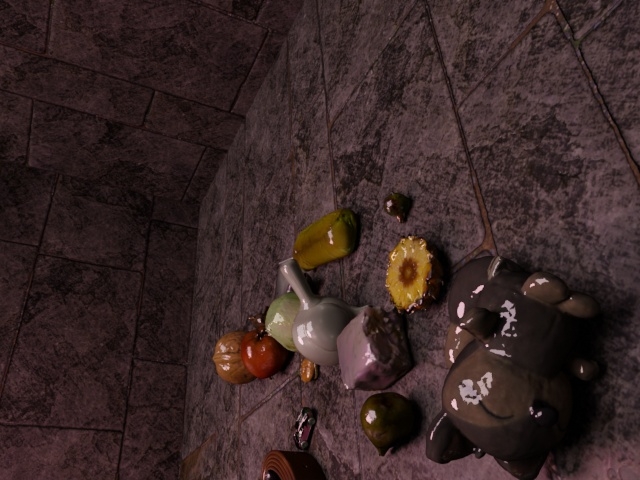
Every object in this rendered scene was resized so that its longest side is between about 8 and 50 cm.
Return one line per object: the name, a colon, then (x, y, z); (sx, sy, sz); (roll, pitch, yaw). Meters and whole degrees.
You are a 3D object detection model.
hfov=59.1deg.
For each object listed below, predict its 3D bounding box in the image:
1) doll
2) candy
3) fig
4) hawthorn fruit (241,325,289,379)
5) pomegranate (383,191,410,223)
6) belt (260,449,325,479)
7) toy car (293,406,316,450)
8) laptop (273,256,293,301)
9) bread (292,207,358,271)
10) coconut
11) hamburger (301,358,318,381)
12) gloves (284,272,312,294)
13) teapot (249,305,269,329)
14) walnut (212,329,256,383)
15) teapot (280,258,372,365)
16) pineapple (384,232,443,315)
doll: (0.341, 0.228, 1.038); (0.378, 0.252, 0.382); (-23, -47, -80)
candy: (0.138, 0.285, 1.486); (0.195, 0.137, 0.184); (124, 148, -44)
fig: (0.147, 0.449, 1.383); (0.126, 0.133, 0.185); (47, 136, 18)
hawthorn fruit: (-0.208, 0.444, 2.160); (0.196, 0.197, 0.225); (-127, 28, -60)
pomegranate: (0.212, -0.092, 1.587); (0.073, 0.073, 0.084); (-3, 76, 66)
belt: (-0.090, 0.786, 1.759); (0.339, 0.122, 0.217); (14, 90, 67)
toy car: (-0.060, 0.620, 1.859); (0.069, 0.055, 0.142); (-151, 77, -69)
laptop: (-0.151, 0.207, 2.317); (0.188, 0.015, 0.269); (-25, 56, 61)
bread: (0.000, 0.000, 1.963); (0.383, 0.112, 0.166); (-26, 56, 61)
coconut: (-0.055, 0.269, 1.848); (0.236, 0.236, 0.204); (-55, 5, 41)
hamburger: (-0.038, 0.439, 1.913); (0.076, 0.044, 0.083); (-45, 42, 52)
gloves: (-0.092, 0.208, 2.067); (0.285, 0.119, 0.142); (109, 148, -49)
teapot: (-0.252, 0.323, 2.414); (0.080, 0.085, 0.110); (-32, 31, 57)
walnut: (-0.334, 0.482, 2.333); (0.228, 0.228, 0.228); (-42, 42, 53)
teapot: (-0.021, 0.226, 1.663); (0.220, 0.318, 0.149); (-58, -4, -24)
pineapple: (0.242, 0.088, 1.424); (0.225, 0.076, 0.224); (-35, 51, 57)
